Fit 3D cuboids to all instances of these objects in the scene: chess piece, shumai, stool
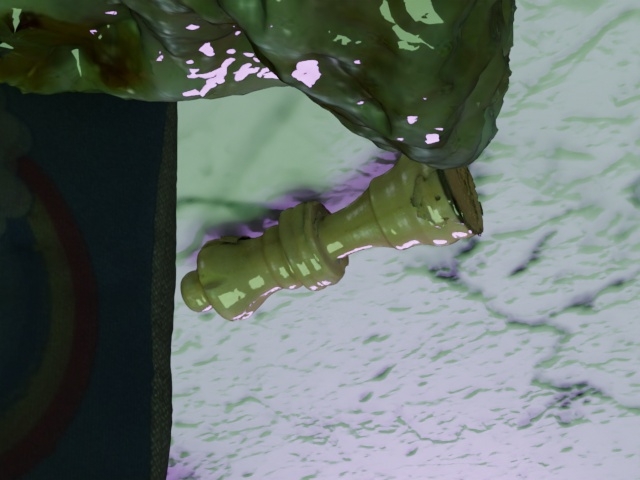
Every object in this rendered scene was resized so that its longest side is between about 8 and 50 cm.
[{"bbox_3d":[0.000,0.001,0.717,0.172,0.060,0.060,-22,137,20],"label":"chess piece"},{"bbox_3d":[-0.037,-0.151,0.435,0.222,0.225,0.260,7,117,6],"label":"shumai"},{"bbox_3d":[-0.234,0.025,0.529,0.310,0.310,0.226,16,141,-22],"label":"stool"}]
